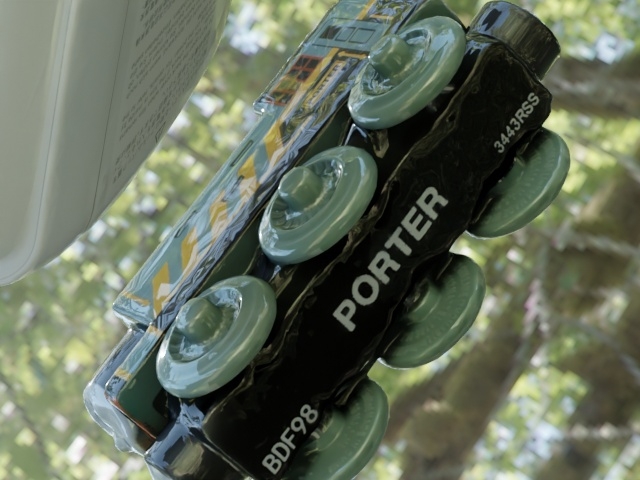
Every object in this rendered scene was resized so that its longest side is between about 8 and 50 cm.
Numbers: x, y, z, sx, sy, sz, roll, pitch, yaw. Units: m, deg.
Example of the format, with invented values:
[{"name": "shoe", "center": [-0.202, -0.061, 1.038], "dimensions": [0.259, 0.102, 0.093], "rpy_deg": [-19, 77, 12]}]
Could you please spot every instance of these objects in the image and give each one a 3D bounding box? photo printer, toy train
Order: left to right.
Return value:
[{"name": "photo printer", "center": [-0.113, -0.142, 0.928], "dimensions": [0.256, 0.107, 0.307], "rpy_deg": [-59, -10, -45]}, {"name": "toy train", "center": [0.000, 0.000, 1.072], "dimensions": [0.142, 0.190, 0.334], "rpy_deg": [42, -103, -28]}]
